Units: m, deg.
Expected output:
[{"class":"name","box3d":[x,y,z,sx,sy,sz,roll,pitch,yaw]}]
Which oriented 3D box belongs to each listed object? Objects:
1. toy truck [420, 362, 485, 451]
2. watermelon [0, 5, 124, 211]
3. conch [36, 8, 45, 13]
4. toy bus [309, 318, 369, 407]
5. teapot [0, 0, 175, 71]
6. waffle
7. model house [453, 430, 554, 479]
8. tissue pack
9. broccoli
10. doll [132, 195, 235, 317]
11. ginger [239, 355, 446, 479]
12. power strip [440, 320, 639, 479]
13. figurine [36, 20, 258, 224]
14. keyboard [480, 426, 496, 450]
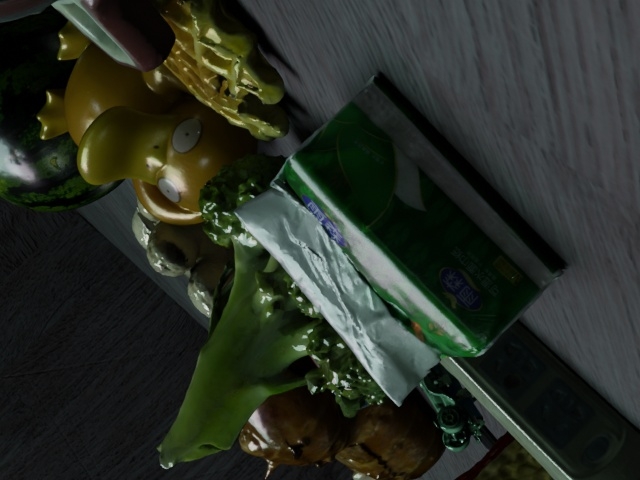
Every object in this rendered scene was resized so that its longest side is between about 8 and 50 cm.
[{"class":"toy truck","box3d":[0.142,0.158,1.573,0.154,0.078,0.080,59,177,29]},{"class":"watermelon","box3d":[-0.340,-0.166,1.689,0.269,0.269,0.269,43,169,10]},{"class":"conch","box3d":[-0.354,-0.329,1.451,0.172,0.131,0.200,21,-159,-6]},{"class":"toy bus","box3d":[0.019,0.096,1.676,0.120,0.121,0.265,48,174,40]},{"class":"teapot","box3d":[-0.235,-0.249,1.063,0.315,0.233,0.312,44,177,-9]},{"class":"waffle","box3d":[-0.126,-0.195,1.280,0.261,0.056,0.250,49,169,-29]},{"class":"model house","box3d":[0.215,0.282,1.371,0.160,0.196,0.254,46,171,8]},{"class":"tissue pack","box3d":[0.052,0.005,1.079,0.209,0.156,0.148,47,167,-2]},{"class":"broccoli","box3d":[-0.006,0.069,1.299,0.254,0.302,0.186,4,-178,36]},{"class":"doll","box3d":[-0.157,0.002,1.626,0.278,0.149,0.175,-88,-12,-70]},{"class":"ginger","box3d":[0.015,0.253,1.963,0.176,0.254,0.418,26,164,44]},{"class":"power strip","box3d":[0.190,0.135,1.256,0.286,0.080,0.048,45,164,13]},{"class":"figurine","box3d":[-0.184,-0.131,1.485,0.215,0.215,0.228,56,180,-44]},{"class":"keyboard","box3d":[0.186,0.224,1.782,0.155,0.010,0.053,49,170,-21]}]
